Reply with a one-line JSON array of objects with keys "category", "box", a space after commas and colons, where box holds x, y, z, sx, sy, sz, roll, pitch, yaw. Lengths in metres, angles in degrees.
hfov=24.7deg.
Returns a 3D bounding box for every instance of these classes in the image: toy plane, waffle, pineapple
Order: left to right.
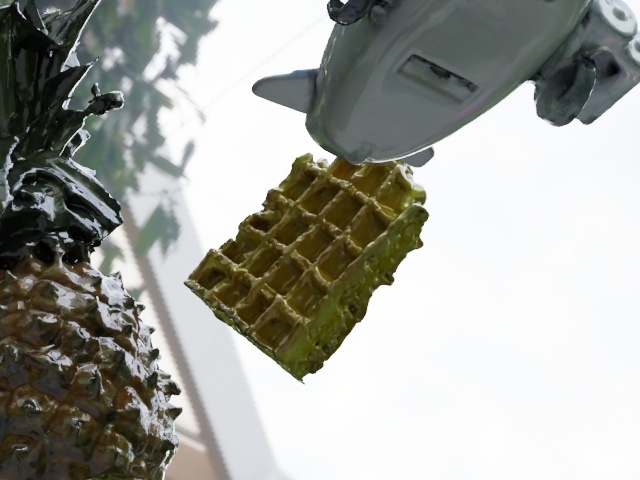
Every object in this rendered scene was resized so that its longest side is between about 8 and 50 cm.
[{"category": "pineapple", "box": [-0.191, -0.009, 0.929, 0.165, 0.365, 0.165, -11, -13, -3]}, {"category": "waffle", "box": [0.000, 0.000, 1.238, 0.160, 0.211, 0.055, 32, -12, 48]}, {"category": "toy plane", "box": [0.068, -0.129, 0.862, 0.266, 0.123, 0.267, 6, -32, 3]}]
